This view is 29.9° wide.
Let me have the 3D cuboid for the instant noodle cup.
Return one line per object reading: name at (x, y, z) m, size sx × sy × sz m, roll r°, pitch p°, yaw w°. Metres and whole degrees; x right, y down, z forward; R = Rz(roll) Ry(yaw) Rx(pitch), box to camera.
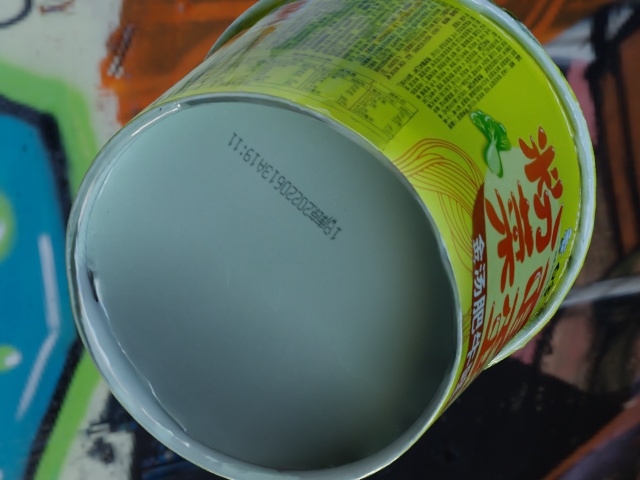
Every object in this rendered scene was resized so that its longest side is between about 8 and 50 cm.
instant noodle cup at (0.000, 0.000, 0.734) m, size 0.311 × 0.221 × 0.311 m, roll 8°, pitch -68°, yaw 20°
